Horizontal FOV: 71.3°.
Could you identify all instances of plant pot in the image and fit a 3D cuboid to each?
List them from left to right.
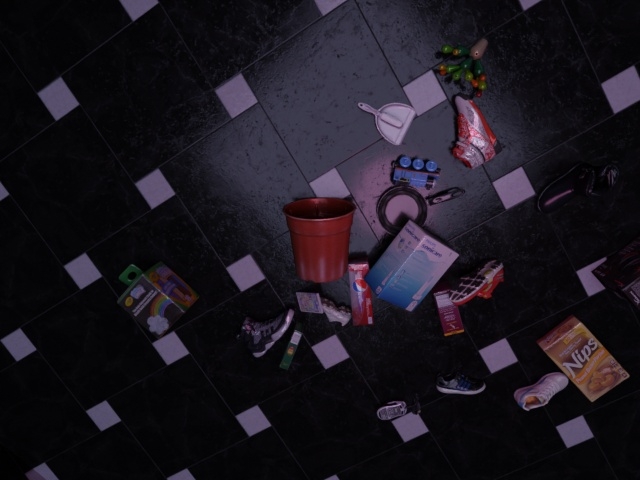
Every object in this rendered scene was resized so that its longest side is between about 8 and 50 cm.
[{"bbox_3d":[0.000,0.000,1.692,0.272,0.272,0.265,0,112,4],"label":"plant pot"}]

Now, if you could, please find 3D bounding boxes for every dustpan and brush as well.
[{"bbox_3d":[0.234,-0.459,1.651,0.211,0.060,0.147,25,104,-2],"label":"dustpan and brush"}]

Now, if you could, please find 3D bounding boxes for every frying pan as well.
[{"bbox_3d":[0.366,-0.154,1.722,0.326,0.053,0.197,-41,98,10],"label":"frying pan"}]

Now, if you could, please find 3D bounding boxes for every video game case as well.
[{"bbox_3d":[-0.045,0.254,1.834,0.122,0.011,0.087,-3,107,42],"label":"video game case"}]

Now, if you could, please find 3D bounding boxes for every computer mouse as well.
[{"bbox_3d":[0.338,0.726,1.946,0.193,0.042,0.106,-13,107,1],"label":"computer mouse"}]

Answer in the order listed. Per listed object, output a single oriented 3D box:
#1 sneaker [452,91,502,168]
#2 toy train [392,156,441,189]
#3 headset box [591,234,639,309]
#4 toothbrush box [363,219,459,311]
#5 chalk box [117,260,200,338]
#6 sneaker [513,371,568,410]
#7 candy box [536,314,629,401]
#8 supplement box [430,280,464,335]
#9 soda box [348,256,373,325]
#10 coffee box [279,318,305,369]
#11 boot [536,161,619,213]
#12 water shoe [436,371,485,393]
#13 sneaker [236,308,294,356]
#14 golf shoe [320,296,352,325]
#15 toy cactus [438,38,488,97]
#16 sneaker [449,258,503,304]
[{"bbox_3d":[0.532,-0.392,1.632,0.145,0.090,0.270,-36,101,9],"label":"sneaker"},{"bbox_3d":[0.357,-0.248,1.673,0.184,0.080,0.105,10,81,5],"label":"toy train"},{"bbox_3d":[1.201,0.090,1.638,0.293,0.218,0.110,-42,98,13],"label":"headset box"},{"bbox_3d":[0.345,0.101,1.702,0.216,0.126,0.295,25,108,-36],"label":"toothbrush box"},{"bbox_3d":[-0.680,0.216,1.821,0.289,0.179,0.180,45,103,-6],"label":"chalk box"},{"bbox_3d":[0.929,0.632,1.854,0.229,0.092,0.087,-33,98,10],"label":"sneaker"},{"bbox_3d":[1.060,0.478,1.809,0.183,0.087,0.316,-43,98,12],"label":"candy box"},{"bbox_3d":[0.505,0.270,1.788,0.081,0.104,0.188,-16,102,8],"label":"supplement box"},{"bbox_3d":[0.162,0.204,1.802,0.084,0.092,0.263,-4,103,6],"label":"soda box"},{"bbox_3d":[-0.118,0.434,1.868,0.040,0.113,0.184,21,106,-2],"label":"coffee box"},{"bbox_3d":[0.911,-0.181,1.597,0.094,0.207,0.246,42,103,-7],"label":"boot"},{"bbox_3d":[0.592,0.597,1.879,0.203,0.073,0.080,-4,101,4],"label":"water shoe"},{"bbox_3d":[-0.238,0.358,1.861,0.153,0.101,0.268,39,106,-8],"label":"sneaker"},{"bbox_3d":[0.040,0.299,1.850,0.176,0.069,0.086,25,110,-1],"label":"golf shoe"},{"bbox_3d":[0.526,-0.631,1.583,0.219,0.112,0.180,39,84,-3],"label":"toy cactus"},{"bbox_3d":[0.615,0.182,1.715,0.279,0.107,0.118,-30,112,-22],"label":"sneaker"}]
